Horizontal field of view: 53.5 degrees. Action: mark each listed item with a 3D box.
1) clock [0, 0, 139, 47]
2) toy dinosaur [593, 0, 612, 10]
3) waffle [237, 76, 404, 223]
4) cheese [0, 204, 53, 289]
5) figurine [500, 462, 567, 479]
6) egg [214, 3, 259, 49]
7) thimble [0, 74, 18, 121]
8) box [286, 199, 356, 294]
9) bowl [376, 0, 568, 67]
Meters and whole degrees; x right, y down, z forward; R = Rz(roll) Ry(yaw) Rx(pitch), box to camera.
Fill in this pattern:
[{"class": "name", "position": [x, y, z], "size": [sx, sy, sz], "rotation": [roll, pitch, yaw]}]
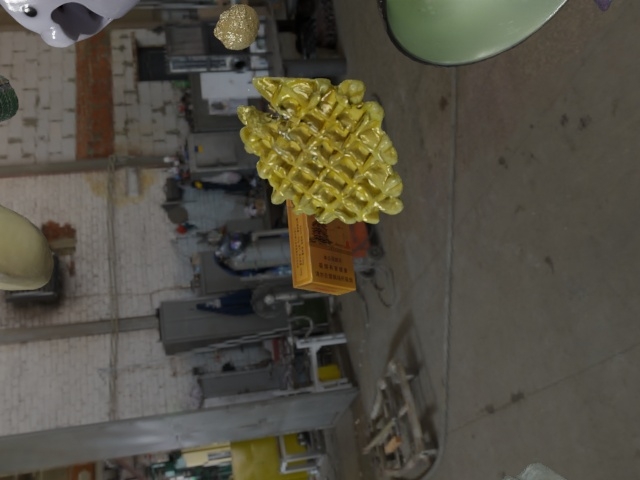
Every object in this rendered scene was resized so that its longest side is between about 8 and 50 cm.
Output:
[{"class": "clock", "position": [-0.193, -0.320, 0.636], "size": [0.189, 0.254, 0.188], "rotation": [-16, -90, -72]}, {"class": "toy dinosaur", "position": [0.263, -0.397, 0.774], "size": [0.129, 0.383, 0.330], "rotation": [24, 138, 47]}, {"class": "waffle", "position": [-0.005, -0.122, 0.904], "size": [0.056, 0.261, 0.250], "rotation": [-56, -39, -37]}, {"class": "cheese", "position": [-0.591, 0.003, 1.022], "size": [0.351, 0.329, 0.129], "rotation": [149, 138, -69]}, {"class": "figurine", "position": [0.267, 0.382, 0.803], "size": [0.176, 0.133, 0.236], "rotation": [40, 150, 9]}, {"class": "egg", "position": [-0.233, -0.601, 1.794], "size": [0.118, 0.140, 0.116], "rotation": [47, 158, -25]}, {"class": "thimble", "position": [-0.794, -0.332, 1.506], "size": [0.090, 0.135, 0.118], "rotation": [-47, -50, -50]}, {"class": "box", "position": [0.000, 0.000, 1.707], "size": [0.076, 0.174, 0.274], "rotation": [-21, 66, 38]}, {"class": "bowl", "position": [0.228, -0.466, 0.987], "size": [0.353, 0.354, 0.185], "rotation": [100, 154, -53]}]
